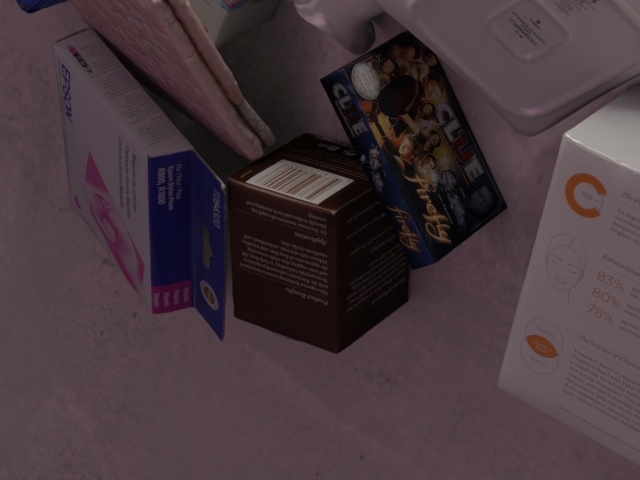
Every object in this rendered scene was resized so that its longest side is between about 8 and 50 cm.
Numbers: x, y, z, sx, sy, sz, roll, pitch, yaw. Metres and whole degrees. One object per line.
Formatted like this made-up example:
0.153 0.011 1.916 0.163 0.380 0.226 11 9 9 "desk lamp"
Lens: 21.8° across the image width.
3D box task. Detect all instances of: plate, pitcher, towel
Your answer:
0.225 -0.237 1.767 0.277 0.045 0.278 40 136 -21 "plate"
0.035 -0.319 1.876 0.178 0.125 0.207 18 143 -22 "pitcher"
-0.217 -0.265 2.035 0.332 0.053 0.317 35 166 40 "towel"

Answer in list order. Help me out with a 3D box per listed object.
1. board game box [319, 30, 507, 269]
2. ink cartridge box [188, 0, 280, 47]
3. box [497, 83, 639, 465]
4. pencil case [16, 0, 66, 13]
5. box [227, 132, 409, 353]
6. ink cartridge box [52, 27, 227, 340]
0.112 -0.110 1.925 0.042 0.165 0.243 -18 102 43 "board game box"
-0.108 -0.347 1.997 0.128 0.127 0.176 43 133 13 "ink cartridge box"
0.354 0.042 1.810 0.215 0.168 0.345 29 129 24 "box"
-0.394 -0.448 2.176 0.133 0.119 0.306 -2 115 66 "pencil case"
0.000 0.000 2.074 0.168 0.167 0.203 18 124 31 "box"
-0.238 -0.060 2.188 0.330 0.071 0.324 50 153 31 "ink cartridge box"
